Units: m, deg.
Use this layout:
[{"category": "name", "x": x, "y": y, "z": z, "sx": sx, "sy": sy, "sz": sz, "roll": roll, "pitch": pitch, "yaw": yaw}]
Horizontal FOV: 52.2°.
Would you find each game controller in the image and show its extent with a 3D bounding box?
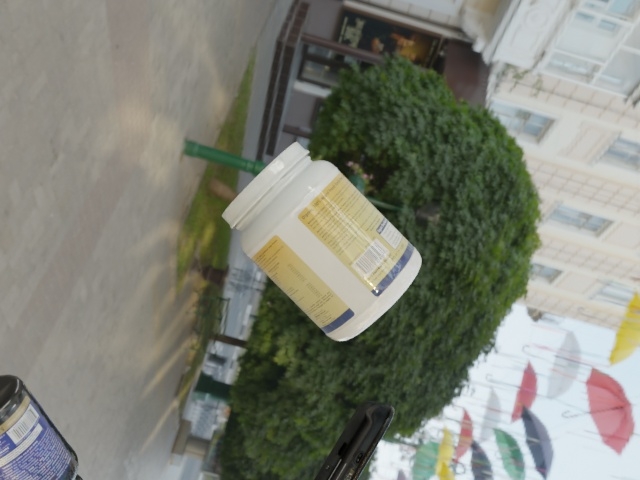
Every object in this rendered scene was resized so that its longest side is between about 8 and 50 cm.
[{"category": "game controller", "x": 0.039, "y": 0.442, "z": 1.218, "sx": 0.319, "sy": 0.067, "sz": 0.166, "roll": -57, "pitch": -174, "yaw": -13}]

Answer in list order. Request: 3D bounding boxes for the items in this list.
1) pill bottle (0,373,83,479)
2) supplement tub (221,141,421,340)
[{"category": "pill bottle", "x": -0.420, "y": 0.306, "z": 0.915, "sx": 0.123, "sy": 0.123, "sz": 0.219, "roll": -78, "pitch": 150, "yaw": -59}, {"category": "supplement tub", "x": 0.000, "y": 0.000, "z": 1.183, "sx": 0.228, "sy": 0.316, "sz": 0.228, "roll": -44, "pitch": -176, "yaw": 3}]
